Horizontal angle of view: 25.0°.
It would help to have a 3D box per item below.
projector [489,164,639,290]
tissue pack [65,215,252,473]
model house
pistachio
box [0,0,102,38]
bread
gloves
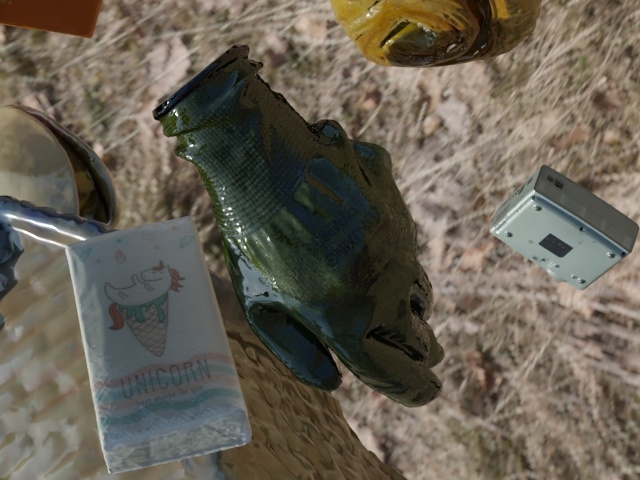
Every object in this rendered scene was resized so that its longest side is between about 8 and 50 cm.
[{"bbox_3d":[0.300,-0.011,1.789,0.147,0.061,0.115,32,144,-7],"label":"projector"},{"bbox_3d":[-0.064,0.037,0.555,0.056,0.108,0.023,-13,135,-9],"label":"tissue pack"},{"bbox_3d":[-0.206,0.194,1.325,0.445,0.395,0.400,-36,64,16],"label":"model house"},{"bbox_3d":[-0.383,-0.069,1.923,0.318,0.193,0.214,14,106,44],"label":"pistachio"},{"bbox_3d":[-0.428,-0.401,1.823,0.143,0.341,0.225,41,118,47],"label":"box"},{"bbox_3d":[0.089,-0.248,1.218,0.198,0.120,0.236,-3,144,20],"label":"bread"},{"bbox_3d":[0.000,0.002,0.888,0.135,0.107,0.268,-37,113,5],"label":"gloves"}]
